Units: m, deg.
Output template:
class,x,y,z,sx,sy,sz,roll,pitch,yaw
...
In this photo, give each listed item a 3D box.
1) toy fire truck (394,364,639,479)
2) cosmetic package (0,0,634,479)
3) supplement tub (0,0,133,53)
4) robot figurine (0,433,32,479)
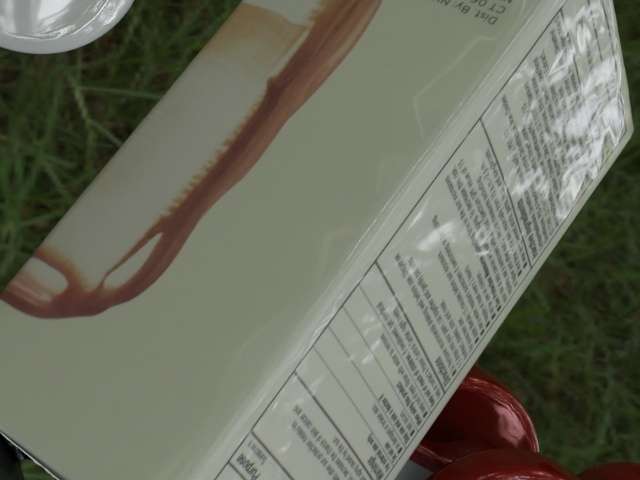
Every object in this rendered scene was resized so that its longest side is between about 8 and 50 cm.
class,x,y,z,sx,sy,sz,roll,pitch,yaw
toy fire truck,0.092,0.229,0.702,0.302,0.169,0.254,31,98,-13
cosmetic package,0.000,0.000,0.575,0.296,0.129,0.153,-53,148,-17
supplement tub,-0.240,-0.303,1.190,0.272,0.191,0.191,-91,161,-57
robot figurine,-0.263,0.124,0.729,0.173,0.209,0.278,-71,151,-49
